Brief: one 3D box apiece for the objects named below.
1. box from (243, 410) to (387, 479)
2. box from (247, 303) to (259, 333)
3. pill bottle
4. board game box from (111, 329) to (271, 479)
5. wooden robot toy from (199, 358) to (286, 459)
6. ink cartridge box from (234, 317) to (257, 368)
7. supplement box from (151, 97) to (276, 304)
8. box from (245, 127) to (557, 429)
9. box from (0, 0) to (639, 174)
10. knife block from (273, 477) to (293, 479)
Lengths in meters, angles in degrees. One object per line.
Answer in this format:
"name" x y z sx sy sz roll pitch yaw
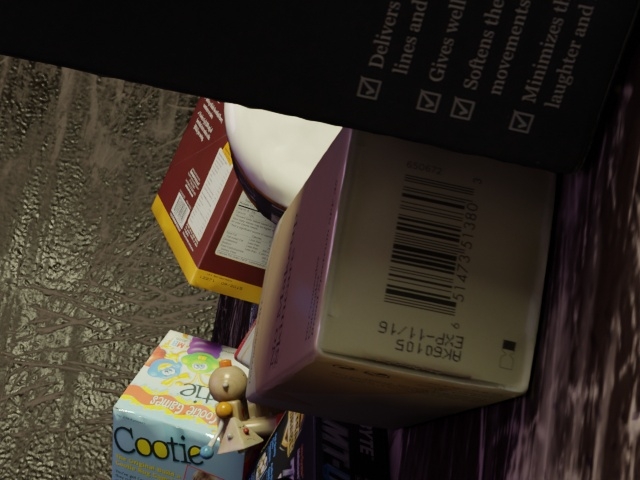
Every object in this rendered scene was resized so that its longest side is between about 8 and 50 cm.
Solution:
"box" -0.037 0.294 1.060 0.293 0.073 0.295 -60 17 28
"box" -0.049 0.137 1.611 0.216 0.060 0.270 112 167 -52
"pill bottle" 0.004 -0.085 1.132 0.278 0.162 0.162 116 165 -84
"board game box" -0.127 0.257 1.430 0.142 0.144 0.275 -58 -21 -54
"wooden robot toy" -0.066 0.141 1.217 0.173 0.076 0.079 1 -105 -82
"ink cartridge box" -0.011 0.075 1.234 0.127 0.072 0.175 -58 6 -6
"supplement box" -0.062 -0.062 1.409 0.194 0.129 0.191 -64 27 16
"box" 0.038 0.034 0.878 0.311 0.121 0.148 129 151 -74
"box" -0.022 -0.240 0.706 0.212 0.395 0.294 -93 17 -62
"knife block" -0.031 0.187 0.760 0.242 0.275 0.088 8 86 53
